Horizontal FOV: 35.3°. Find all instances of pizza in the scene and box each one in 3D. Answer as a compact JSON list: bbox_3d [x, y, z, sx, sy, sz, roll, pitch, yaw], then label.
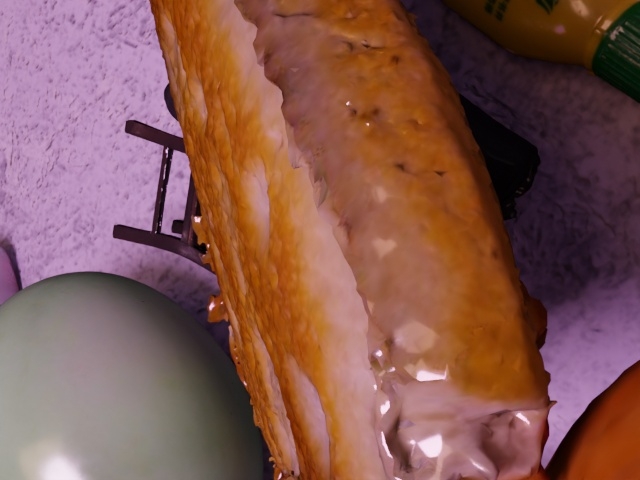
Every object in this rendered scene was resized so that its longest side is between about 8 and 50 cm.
[{"bbox_3d":[0.000,0.000,0.563,0.406,0.130,0.439,90,162,-51],"label":"pizza"}]

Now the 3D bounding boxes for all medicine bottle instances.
[{"bbox_3d":[0.161,-0.138,0.609,0.260,0.064,0.095,45,117,27],"label":"medicine bottle"}]

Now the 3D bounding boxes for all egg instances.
[{"bbox_3d":[-0.160,0.150,0.752,0.220,0.220,0.269,-48,62,27],"label":"egg"}]

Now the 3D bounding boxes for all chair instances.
[{"bbox_3d":[-0.054,-0.020,0.758,0.213,0.084,0.101,20,106,34],"label":"chair"}]

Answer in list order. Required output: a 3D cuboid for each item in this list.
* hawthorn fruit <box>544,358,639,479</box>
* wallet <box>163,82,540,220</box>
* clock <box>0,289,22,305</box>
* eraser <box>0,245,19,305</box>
[{"bbox_3d":[0.249,0.245,0.353,0.472,0.472,0.471,1,92,36],"label":"hawthorn fruit"},{"bbox_3d":[0.014,-0.072,0.675,0.250,0.044,0.149,38,125,3],"label":"wallet"},{"bbox_3d":[-0.283,0.110,0.919,0.041,0.101,0.134,-6,83,44],"label":"clock"},{"bbox_3d":[-0.416,0.110,1.018,0.270,0.095,0.173,-13,81,35],"label":"eraser"}]
